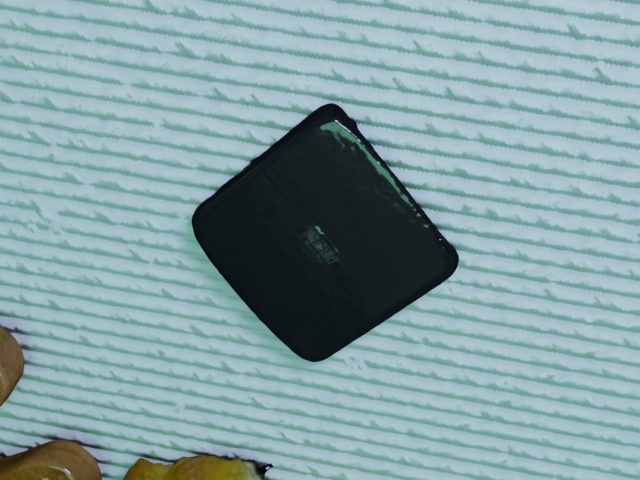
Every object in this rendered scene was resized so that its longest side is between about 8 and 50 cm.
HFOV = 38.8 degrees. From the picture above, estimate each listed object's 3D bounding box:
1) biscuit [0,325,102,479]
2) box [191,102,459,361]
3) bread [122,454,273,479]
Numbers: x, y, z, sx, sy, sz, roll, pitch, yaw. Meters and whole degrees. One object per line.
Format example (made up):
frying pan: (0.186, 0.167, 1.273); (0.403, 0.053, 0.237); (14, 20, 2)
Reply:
biscuit: (-0.313, 0.183, 0.637); (0.333, 0.047, 0.202); (-29, 102, 14)
box: (0.000, 0.000, 0.542); (0.125, 0.027, 0.126); (-36, 102, 20)
bread: (-0.055, 0.270, 0.586); (0.129, 0.134, 0.260); (-25, 104, 14)
